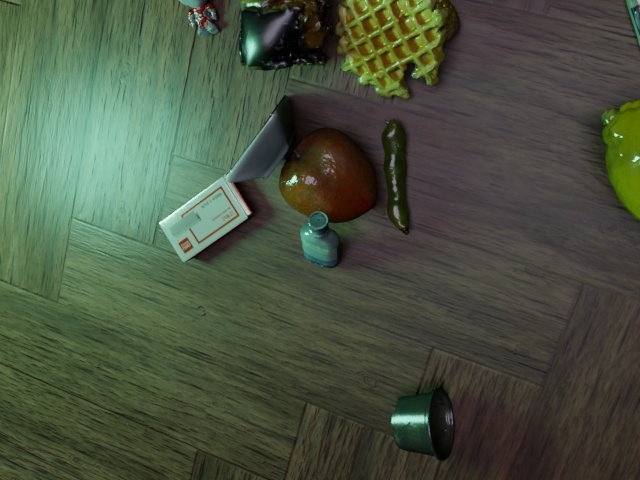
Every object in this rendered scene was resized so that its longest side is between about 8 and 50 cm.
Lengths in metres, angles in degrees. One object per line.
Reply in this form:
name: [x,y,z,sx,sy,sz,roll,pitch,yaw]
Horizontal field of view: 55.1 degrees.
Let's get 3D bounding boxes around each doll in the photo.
doll: [-0.285,-0.558,1.401,0.094,0.079,0.180,-16,108,4]

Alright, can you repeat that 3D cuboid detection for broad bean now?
broad bean: [0.166,-0.139,1.351,0.052,0.053,0.256,-9,99,-20]

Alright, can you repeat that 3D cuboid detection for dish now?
dish: [-0.109,-0.208,1.332,0.080,0.243,0.182,36,108,-10]

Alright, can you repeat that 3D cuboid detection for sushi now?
sushi: [-0.074,-0.470,1.300,0.200,0.213,0.204,0,115,-6]

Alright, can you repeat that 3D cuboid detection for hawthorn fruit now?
hawthorn fruit: [0.036,-0.121,1.331,0.251,0.199,0.199,34,108,-6]

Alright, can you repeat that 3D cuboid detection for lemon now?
lemon: [0.669,-0.126,1.092,0.316,0.285,0.286,4,101,-4]

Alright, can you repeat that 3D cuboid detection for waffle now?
waffle: [0.135,-0.412,1.251,0.250,0.056,0.261,25,143,17]

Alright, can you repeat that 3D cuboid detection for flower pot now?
flower pot: [0.229,0.413,1.387,0.106,0.157,0.158,-8,97,32]

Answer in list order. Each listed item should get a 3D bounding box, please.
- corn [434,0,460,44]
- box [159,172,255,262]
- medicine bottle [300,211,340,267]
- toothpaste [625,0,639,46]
corn: [0.159,-0.530,1.251,0.322,0.119,0.119,43,108,0]
box: [-0.275,-0.055,1.496,0.229,0.050,0.123,-32,90,19]
medicine bottle: [0.000,0.000,1.351,0.090,0.208,0.054,21,69,11]
toothpaste: [0.616,-0.446,1.173,0.060,0.038,0.233,-21,96,22]
